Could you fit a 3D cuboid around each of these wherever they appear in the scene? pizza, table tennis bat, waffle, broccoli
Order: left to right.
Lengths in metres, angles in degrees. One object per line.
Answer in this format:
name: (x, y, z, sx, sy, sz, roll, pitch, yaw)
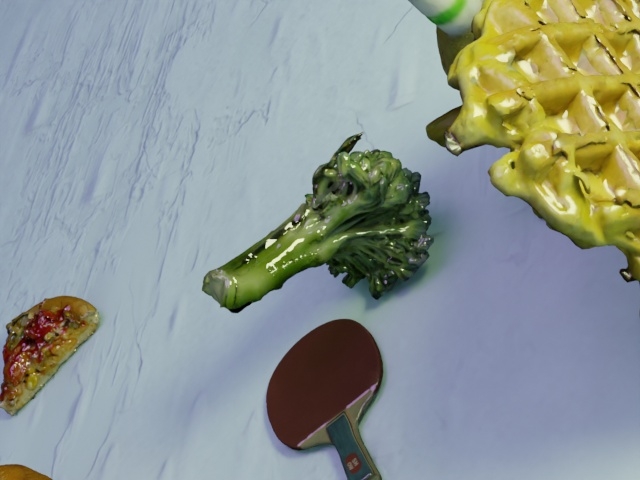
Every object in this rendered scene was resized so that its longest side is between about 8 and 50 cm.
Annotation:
pizza: (-0.409, 0.155, 1.954, 0.201, 0.053, 0.193, -14, 45, 37)
broccoli: (0.013, -0.011, 1.519, 0.275, 0.177, 0.198, -23, -15, -46)
table tennis bat: (0.014, 0.184, 1.509, 0.154, 0.021, 0.274, -40, 33, 9)
waffle: (0.292, -0.100, 1.219, 0.095, 0.380, 0.382, -53, 15, 41)

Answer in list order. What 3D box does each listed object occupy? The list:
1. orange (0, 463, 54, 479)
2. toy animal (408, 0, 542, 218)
orange: (-0.383, 0.389, 1.577, 0.249, 0.183, 0.249, -30, 19, 11)
toy animal: (0.195, -0.196, 1.437, 0.180, 0.363, 0.181, -18, 37, 57)
